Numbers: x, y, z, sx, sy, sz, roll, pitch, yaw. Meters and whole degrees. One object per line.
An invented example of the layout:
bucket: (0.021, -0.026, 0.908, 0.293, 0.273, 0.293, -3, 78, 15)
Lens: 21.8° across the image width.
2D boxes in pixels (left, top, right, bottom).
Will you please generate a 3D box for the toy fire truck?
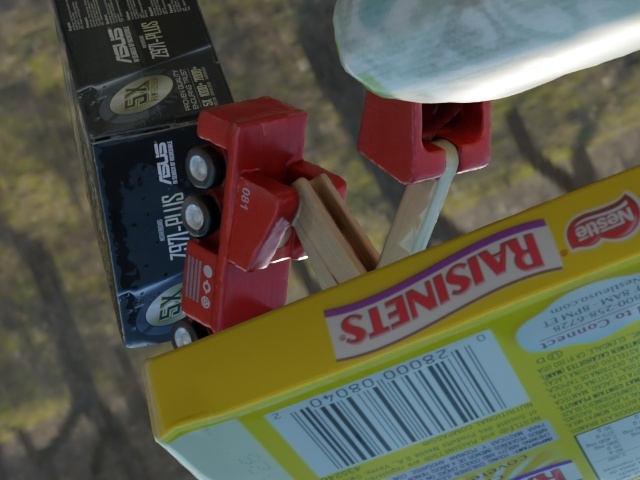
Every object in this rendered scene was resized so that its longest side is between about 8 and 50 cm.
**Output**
toy fire truck: (0.000, 0.000, 0.719, 0.047, 0.192, 0.135, -16, -148, -42)

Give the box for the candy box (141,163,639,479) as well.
candy box: (0.074, 0.020, 0.373, 0.206, 0.027, 0.105, -22, 148, 9)

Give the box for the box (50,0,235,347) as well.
box: (-0.094, -0.057, 0.914, 0.078, 0.180, 0.147, -11, 133, -10)

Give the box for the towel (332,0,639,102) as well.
towel: (0.225, -0.164, 0.561, 0.374, 0.090, 0.320, -32, -173, -38)
